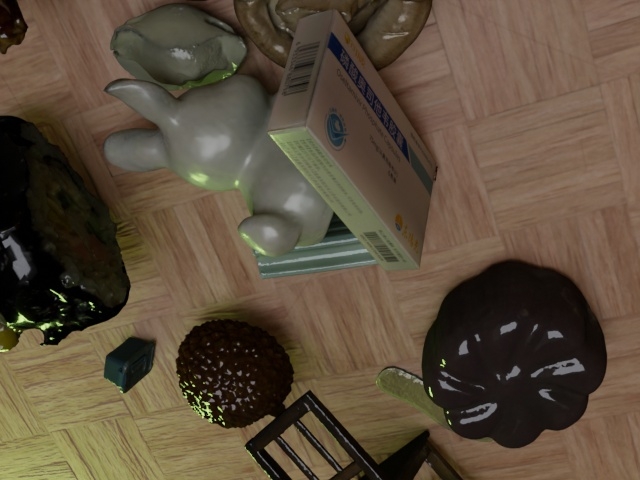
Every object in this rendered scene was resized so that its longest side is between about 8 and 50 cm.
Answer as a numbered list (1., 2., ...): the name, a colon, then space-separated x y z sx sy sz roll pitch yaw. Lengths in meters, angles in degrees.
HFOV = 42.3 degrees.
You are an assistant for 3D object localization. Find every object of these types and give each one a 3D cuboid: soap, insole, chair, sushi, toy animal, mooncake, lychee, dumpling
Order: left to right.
1. sushi: -0.494 0.022 1.313 0.285 0.328 0.328 -29 146 6
2. dumpling: -0.212 -0.278 1.256 0.181 0.111 0.155 29 151 5
3. toy animal: -0.139 -0.125 1.226 0.368 0.241 0.196 26 140 1
4. lychee: -0.145 0.243 1.457 0.238 0.200 0.200 44 116 -7
5. soap: 0.000 0.000 1.341 0.198 0.119 0.066 -7 115 14
6. chair: 0.096 0.440 1.500 0.203 0.240 0.416 -42 84 26
7. insole: 0.217 0.301 1.516 0.248 0.011 0.081 27 119 -3
8. mooncake: 0.318 0.197 1.368 0.306 0.154 0.306 5 120 8

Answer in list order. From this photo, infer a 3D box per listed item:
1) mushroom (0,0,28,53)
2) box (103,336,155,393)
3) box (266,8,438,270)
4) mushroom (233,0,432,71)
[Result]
1. mushroom: -0.424 -0.493 1.059 0.356 0.334 0.331 -31 74 -2
2. box: -0.358 0.227 1.542 0.054 0.099 0.074 24 120 15
3. box: 0.058 -0.125 1.142 0.065 0.200 0.343 -7 145 30
4. mushroom: 0.020 -0.297 1.178 0.286 0.156 0.151 7 130 18
